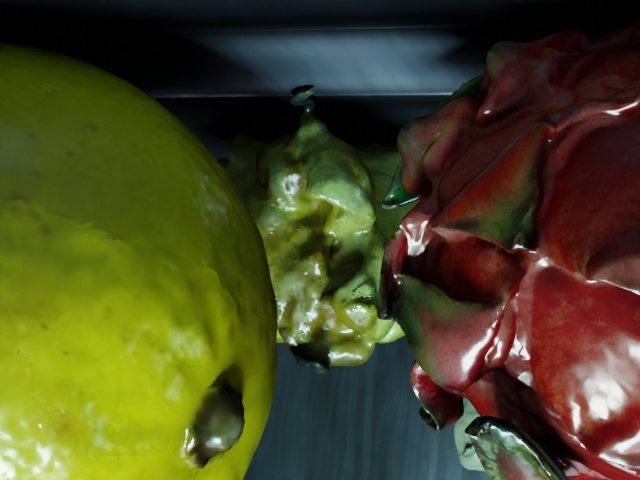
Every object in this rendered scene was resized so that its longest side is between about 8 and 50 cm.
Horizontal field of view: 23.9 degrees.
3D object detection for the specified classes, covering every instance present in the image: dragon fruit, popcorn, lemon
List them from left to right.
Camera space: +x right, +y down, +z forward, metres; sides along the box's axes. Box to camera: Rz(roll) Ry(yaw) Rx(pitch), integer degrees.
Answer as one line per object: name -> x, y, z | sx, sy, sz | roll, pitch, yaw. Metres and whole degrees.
lemon -> -0.168, 0.041, 0.740 | 0.297, 0.297, 0.297 | 3, 173, 0
popcorn -> -0.009, -0.004, 0.903 | 0.168, 0.174, 0.195 | 24, -171, 17
dragon fruit -> 0.153, 0.038, 0.651 | 0.233, 0.293, 0.234 | -31, 169, -6

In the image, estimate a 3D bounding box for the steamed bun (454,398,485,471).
steamed bun -> 0.246, 0.094, 1.268 | 0.280, 0.207, 0.268 | 24, 127, -17
